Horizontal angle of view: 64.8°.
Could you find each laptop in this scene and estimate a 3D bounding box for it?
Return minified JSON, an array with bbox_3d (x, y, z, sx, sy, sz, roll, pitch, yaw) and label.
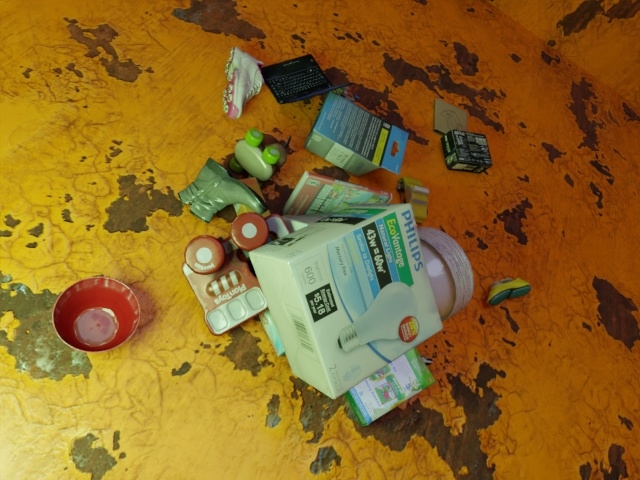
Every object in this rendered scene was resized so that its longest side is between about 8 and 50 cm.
[{"bbox_3d":[-0.056,-0.588,1.805,0.234,0.136,0.264,-24,74,-23],"label":"laptop"}]

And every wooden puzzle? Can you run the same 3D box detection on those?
[{"bbox_3d":[0.096,-0.578,1.979,0.116,0.014,0.078,-12,68,-32],"label":"wooden puzzle"}]

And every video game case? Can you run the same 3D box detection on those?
[{"bbox_3d":[0.048,-0.112,1.558,0.285,0.204,0.025,12,54,-20],"label":"video game case"}]

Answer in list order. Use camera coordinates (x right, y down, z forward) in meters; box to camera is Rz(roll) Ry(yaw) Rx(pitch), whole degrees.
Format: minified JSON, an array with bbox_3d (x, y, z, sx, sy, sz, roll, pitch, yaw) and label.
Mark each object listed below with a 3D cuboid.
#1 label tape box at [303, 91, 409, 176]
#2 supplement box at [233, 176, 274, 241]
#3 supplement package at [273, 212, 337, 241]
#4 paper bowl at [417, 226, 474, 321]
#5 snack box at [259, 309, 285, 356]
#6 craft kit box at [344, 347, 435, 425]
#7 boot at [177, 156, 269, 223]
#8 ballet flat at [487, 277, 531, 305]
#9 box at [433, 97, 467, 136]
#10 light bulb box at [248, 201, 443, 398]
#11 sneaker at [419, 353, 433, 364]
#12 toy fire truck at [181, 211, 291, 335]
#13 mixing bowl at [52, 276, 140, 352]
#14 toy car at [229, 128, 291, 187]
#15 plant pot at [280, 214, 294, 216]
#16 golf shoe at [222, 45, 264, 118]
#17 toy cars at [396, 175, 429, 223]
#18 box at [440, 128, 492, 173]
[{"bbox_3d":[0.133,-0.359,1.809,0.334,0.106,0.240,27,52,-10],"label":"label tape box"},{"bbox_3d":[-0.195,-0.069,1.492,0.078,0.080,0.233,-12,66,-30],"label":"supplement box"},{"bbox_3d":[0.000,0.000,1.450,0.244,0.134,0.138,-6,106,-45],"label":"supplement package"},{"bbox_3d":[0.298,0.112,1.499,0.148,0.284,0.284,-20,72,-33],"label":"paper bowl"},{"bbox_3d":[-0.017,0.185,1.439,0.322,0.060,0.187,-16,69,-33],"label":"snack box"},{"bbox_3d":[0.159,0.345,1.415,0.247,0.061,0.249,-23,73,-23],"label":"craft kit box"},{"bbox_3d":[-0.276,-0.108,1.432,0.247,0.083,0.161,38,92,15],"label":"boot"},{"bbox_3d":[0.648,0.174,1.781,0.231,0.077,0.077,-9,45,-33],"label":"ballet flat"},{"bbox_3d":[0.559,-0.511,2.167,0.165,0.021,0.201,21,55,-14],"label":"box"},{"bbox_3d":[0.071,0.126,1.256,0.361,0.225,0.357,-26,107,-26],"label":"light bulb box"},{"bbox_3d":[0.289,0.350,1.507,0.109,0.040,0.043,12,55,-20],"label":"sneaker"},{"bbox_3d":[-0.199,0.076,1.318,0.302,0.169,0.253,-28,91,-8],"label":"toy fire truck"},{"bbox_3d":[-0.517,0.186,1.165,0.182,0.098,0.181,12,57,-19],"label":"mixing bowl"},{"bbox_3d":[-0.165,-0.275,1.591,0.149,0.155,0.188,46,43,4],"label":"toy car"},{"bbox_3d":[-0.093,-0.035,1.518,0.082,0.083,0.081,2,61,-25],"label":"plant pot"},{"bbox_3d":[-0.255,-0.532,1.718,0.140,0.115,0.306,13,58,-23],"label":"golf shoe"},{"bbox_3d":[0.281,-0.105,1.744,0.176,0.087,0.394,44,52,4],"label":"toy cars"},{"bbox_3d":[0.592,-0.360,2.046,0.180,0.077,0.147,1,70,-26],"label":"box"}]
